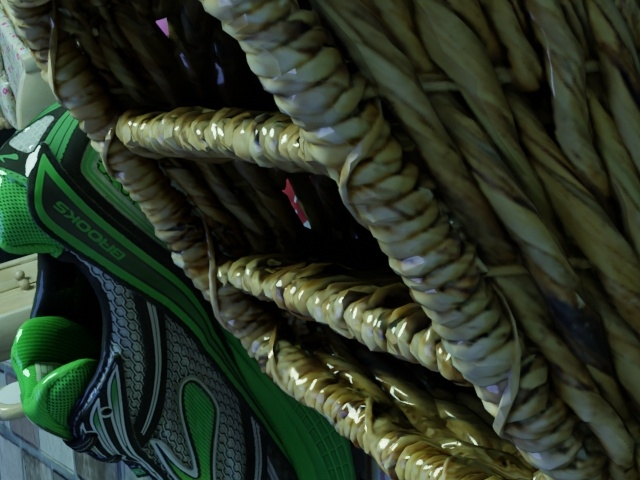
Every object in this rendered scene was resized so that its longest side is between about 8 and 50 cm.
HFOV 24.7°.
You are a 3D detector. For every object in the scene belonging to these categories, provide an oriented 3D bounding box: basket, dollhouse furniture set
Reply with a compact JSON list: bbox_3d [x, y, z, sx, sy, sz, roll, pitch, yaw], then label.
[{"bbox_3d":[0.019,-0.006,0.512,0.299,0.223,0.213,-163,69,-67],"label":"basket"},{"bbox_3d":[-0.287,-0.068,1.261,0.303,0.174,0.355,-132,28,-56],"label":"dollhouse furniture set"}]

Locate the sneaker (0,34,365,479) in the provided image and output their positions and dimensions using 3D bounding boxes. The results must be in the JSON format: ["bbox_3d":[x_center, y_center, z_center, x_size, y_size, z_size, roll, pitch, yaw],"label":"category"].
[{"bbox_3d":[-0.081,0.074,0.743,0.134,0.146,0.343,30,143,52],"label":"sneaker"}]

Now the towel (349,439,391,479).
[{"bbox_3d":[0.063,0.147,0.713,0.197,0.029,0.144,-158,64,-64],"label":"towel"}]

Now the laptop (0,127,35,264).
[{"bbox_3d":[-0.334,-0.107,1.696,0.408,0.236,0.382,-72,-12,-66],"label":"laptop"}]

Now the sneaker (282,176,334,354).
[{"bbox_3d":[0.000,0.000,0.813,0.067,0.042,0.118,24,110,62],"label":"sneaker"}]

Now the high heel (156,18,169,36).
[{"bbox_3d":[-0.055,-0.233,0.874,0.181,0.127,0.377,18,111,36],"label":"high heel"}]
